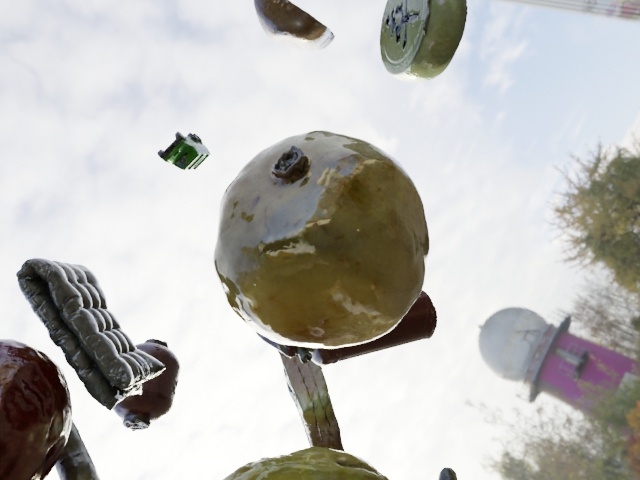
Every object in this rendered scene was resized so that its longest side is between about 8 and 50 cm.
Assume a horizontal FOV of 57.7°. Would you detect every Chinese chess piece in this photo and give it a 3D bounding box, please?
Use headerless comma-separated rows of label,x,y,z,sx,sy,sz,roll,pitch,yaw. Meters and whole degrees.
Chinese chess piece,0.168,-0.367,0.994,0.083,0.188,0.189,2,-67,-22

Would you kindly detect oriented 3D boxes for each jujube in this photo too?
jujube,-0.601,0.360,1.010,0.377,0.276,0.276,-65,-29,-25

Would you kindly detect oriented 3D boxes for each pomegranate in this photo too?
pomegranate,0.000,0.000,0.873,0.332,0.332,0.333,-34,-43,-40

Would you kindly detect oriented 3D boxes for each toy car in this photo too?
toy car,-0.298,-0.194,1.287,0.071,0.062,0.165,-44,2,8

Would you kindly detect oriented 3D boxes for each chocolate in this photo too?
chocolate,-0.061,-0.434,1.180,0.083,0.161,0.261,-57,0,15

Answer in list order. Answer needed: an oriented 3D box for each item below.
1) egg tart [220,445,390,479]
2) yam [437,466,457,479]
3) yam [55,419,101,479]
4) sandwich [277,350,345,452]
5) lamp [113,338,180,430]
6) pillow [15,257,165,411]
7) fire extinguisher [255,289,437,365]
egg tart,-0.020,0.370,0.537,0.345,0.345,0.132,-36,-2,-39
yam,0.066,0.153,0.288,0.107,0.014,0.014,-70,-9,-66
yam,-0.484,0.440,1.140,0.071,0.317,0.067,7,-67,-44
sandwich,-0.025,0.405,1.486,0.099,0.271,0.301,-16,-50,-6
lamp,-0.480,0.389,1.595,0.180,0.180,0.258,74,-167,-46
pillow,-0.467,0.182,1.188,0.101,0.326,0.228,-38,-5,-5
fire extinguisher,0.047,0.160,1.108,0.336,0.147,0.107,-8,-62,-26
